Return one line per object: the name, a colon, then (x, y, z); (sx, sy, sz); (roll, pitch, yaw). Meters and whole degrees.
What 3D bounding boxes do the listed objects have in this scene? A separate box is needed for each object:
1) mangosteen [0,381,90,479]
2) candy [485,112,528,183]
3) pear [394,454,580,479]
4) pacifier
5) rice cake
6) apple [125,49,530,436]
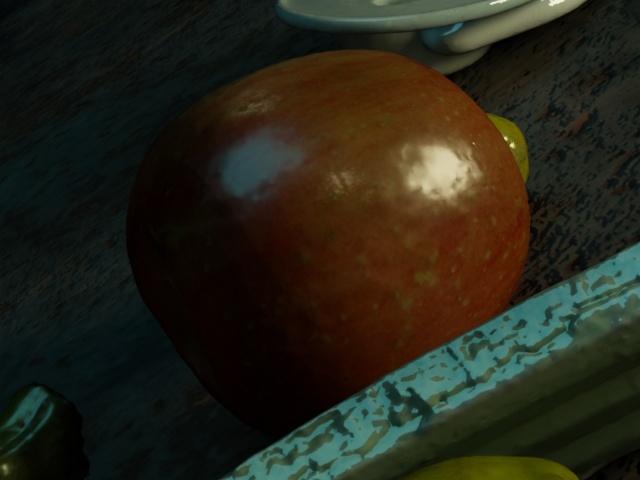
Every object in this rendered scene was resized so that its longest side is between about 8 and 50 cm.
mangosteen: (-0.301, 0.139, 0.807); (0.330, 0.330, 0.330); (-26, 23, 12)
candy: (0.025, -0.029, 0.973); (0.199, 0.094, 0.106); (-10, 66, 32)
pear: (0.047, 0.130, 0.613); (0.131, 0.107, 0.107); (-33, 23, -2)
pacifier: (0.066, -0.227, 1.183); (0.227, 0.207, 0.279); (-14, 23, -3)
rice cake: (0.049, 0.086, 0.691); (0.237, 0.127, 0.043); (-28, 57, 4)
apple: (0.000, 0.000, 0.840); (0.168, 0.181, 0.181); (-30, 21, -22)
